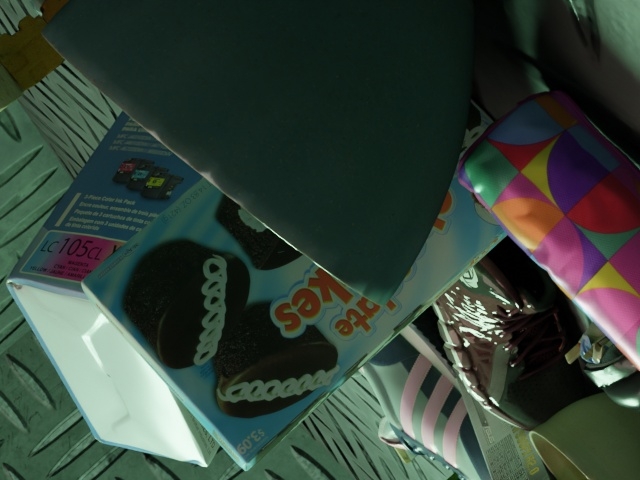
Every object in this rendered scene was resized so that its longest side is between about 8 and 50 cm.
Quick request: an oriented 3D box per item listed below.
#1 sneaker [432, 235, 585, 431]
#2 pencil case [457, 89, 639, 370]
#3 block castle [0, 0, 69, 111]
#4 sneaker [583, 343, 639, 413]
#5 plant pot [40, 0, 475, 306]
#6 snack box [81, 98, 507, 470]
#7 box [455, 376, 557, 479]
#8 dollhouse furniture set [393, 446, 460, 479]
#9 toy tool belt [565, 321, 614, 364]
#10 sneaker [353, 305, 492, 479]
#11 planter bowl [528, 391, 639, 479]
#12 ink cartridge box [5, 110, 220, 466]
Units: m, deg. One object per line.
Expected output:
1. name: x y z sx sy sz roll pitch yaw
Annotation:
1. sneaker: 0.171 0.071 1.411 0.281 0.106 0.162 54 165 -20
2. pencil case: 0.201 0.001 1.087 0.236 0.104 0.104 44 168 11
3. block castle: -0.320 -0.269 1.635 0.213 0.303 0.453 52 167 -11
4. sneaker: 0.279 0.136 1.235 0.153 0.101 0.268 44 162 24
5. plant pot: -0.011 -0.122 1.084 0.290 0.195 0.290 38 -178 -2
6. snack box: 0.000 0.000 1.254 0.187 0.322 0.060 46 167 8
7. box: 0.227 0.235 1.577 0.183 0.056 0.231 45 -164 -29
8. dollhouse furniture set: 0.223 0.302 1.850 0.301 0.151 0.197 37 163 46
9. toy tool belt: 0.244 0.098 1.349 0.083 0.051 0.052 34 161 52
10. sneaker: 0.138 0.206 1.776 0.112 0.131 0.319 13 -145 -50
11. planter bowl: 0.272 0.190 1.392 0.162 0.109 0.162 49 173 9
12. ink cartridge box: -0.121 -0.009 1.666 0.151 0.395 0.270 12 143 27
